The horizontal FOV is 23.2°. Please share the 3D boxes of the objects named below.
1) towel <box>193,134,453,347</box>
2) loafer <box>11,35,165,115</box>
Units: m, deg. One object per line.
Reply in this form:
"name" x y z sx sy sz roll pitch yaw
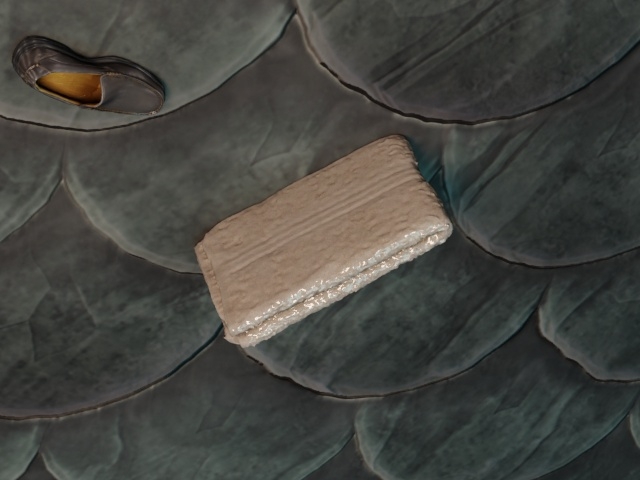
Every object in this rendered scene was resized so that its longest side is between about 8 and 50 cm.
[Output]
"towel" 0.000 0.000 1.748 0.282 0.187 0.049 -27 130 3
"loafer" -0.233 -0.155 1.600 0.170 0.061 0.062 12 123 -31
